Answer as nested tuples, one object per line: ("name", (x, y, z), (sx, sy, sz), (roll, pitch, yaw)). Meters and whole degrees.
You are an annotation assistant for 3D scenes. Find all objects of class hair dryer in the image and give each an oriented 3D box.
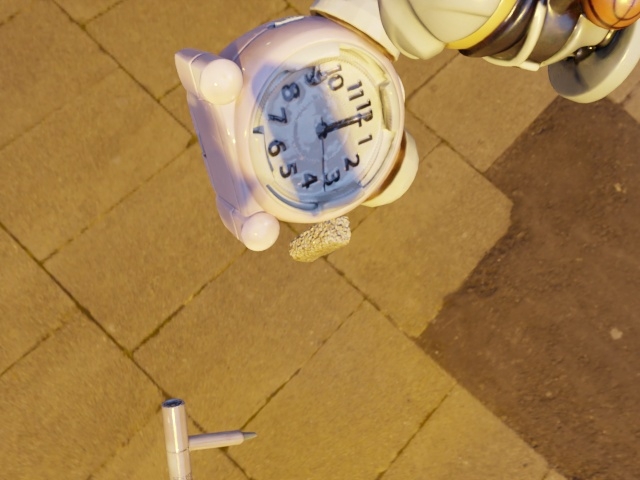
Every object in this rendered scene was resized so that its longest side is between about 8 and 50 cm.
("hair dryer", (-0.243, 0.432, 1.613), (0.221, 0.054, 0.195), (-11, 104, -29))

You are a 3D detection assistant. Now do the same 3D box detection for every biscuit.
("biscuit", (0.000, 0.000, 1.609), (0.082, 0.168, 0.070), (4, 68, -37))

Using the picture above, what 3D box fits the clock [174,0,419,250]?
("clock", (-0.014, -0.178, 1.056), (0.326, 0.342, 0.184), (-22, 36, -16))

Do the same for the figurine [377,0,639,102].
("figurine", (0.168, -0.212, 0.625), (0.237, 0.176, 0.132), (14, 79, -20))
